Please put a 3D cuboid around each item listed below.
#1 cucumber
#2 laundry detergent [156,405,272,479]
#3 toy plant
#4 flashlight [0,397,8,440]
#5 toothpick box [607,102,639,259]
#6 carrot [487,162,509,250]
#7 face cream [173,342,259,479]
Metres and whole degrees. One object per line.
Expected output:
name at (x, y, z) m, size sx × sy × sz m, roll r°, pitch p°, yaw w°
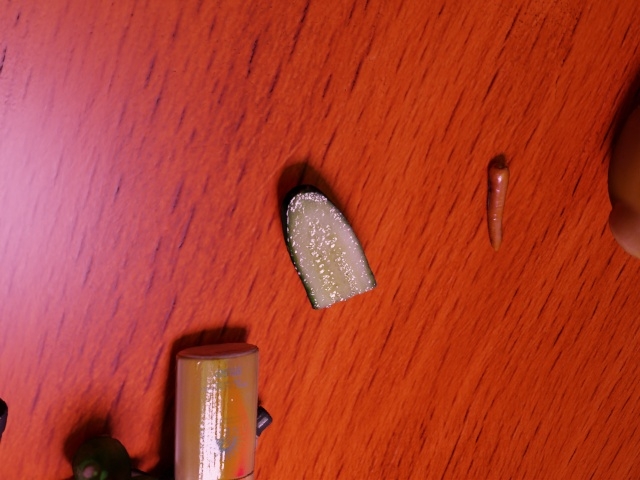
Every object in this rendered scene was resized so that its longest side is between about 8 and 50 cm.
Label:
cucumber at (0.000, 0.000, 1.660) m, size 0.115 × 0.063 × 0.244 m, roll -27°, pitch 133°, yaw -7°
laundry detergent at (-0.173, 0.363, 1.776) m, size 0.226 × 0.070 × 0.099 m, roll -41°, pitch 128°, yaw -5°
toy plant at (-0.304, 0.416, 1.623) m, size 0.175 × 0.218 × 0.235 m, roll -24°, pitch 141°, yaw -34°
flashlight at (-0.494, 0.329, 1.509) m, size 0.093 × 0.093 × 0.232 m, roll 2°, pitch 117°, yaw -37°
toothpick box at (0.727, -0.119, 1.870) m, size 0.409 × 0.409 × 0.425 m, roll 23°, pitch 108°, yaw -43°
carrot at (0.309, -0.056, 1.874) m, size 0.037 × 0.037 × 0.190 m, roll -23°, pitch 134°, yaw -23°
face cream at (-0.167, 0.309, 1.689) m, size 0.139 × 0.067 × 0.285 m, roll -3°, pitch 103°, yaw -27°
